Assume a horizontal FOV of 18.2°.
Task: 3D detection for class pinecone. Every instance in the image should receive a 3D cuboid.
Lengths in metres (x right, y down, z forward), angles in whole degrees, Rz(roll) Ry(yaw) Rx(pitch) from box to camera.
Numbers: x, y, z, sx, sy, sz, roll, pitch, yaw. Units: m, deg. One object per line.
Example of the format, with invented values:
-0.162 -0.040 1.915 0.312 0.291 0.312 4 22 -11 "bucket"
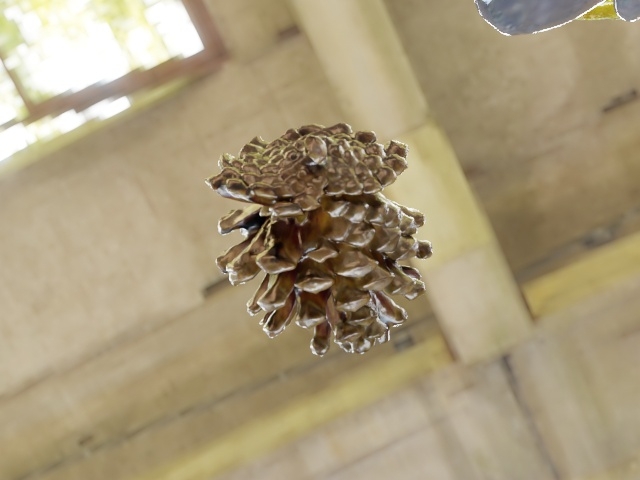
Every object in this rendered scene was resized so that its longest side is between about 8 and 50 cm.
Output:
0.001 -0.002 1.583 0.179 0.195 0.150 -26 180 -36 "pinecone"

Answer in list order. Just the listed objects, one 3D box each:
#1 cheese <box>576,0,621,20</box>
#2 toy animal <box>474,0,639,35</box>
0.192 -0.182 1.052 0.250 0.064 0.156 -6 -124 21 "cheese"
0.156 -0.194 0.547 0.081 0.206 0.367 12 -99 40 "toy animal"
